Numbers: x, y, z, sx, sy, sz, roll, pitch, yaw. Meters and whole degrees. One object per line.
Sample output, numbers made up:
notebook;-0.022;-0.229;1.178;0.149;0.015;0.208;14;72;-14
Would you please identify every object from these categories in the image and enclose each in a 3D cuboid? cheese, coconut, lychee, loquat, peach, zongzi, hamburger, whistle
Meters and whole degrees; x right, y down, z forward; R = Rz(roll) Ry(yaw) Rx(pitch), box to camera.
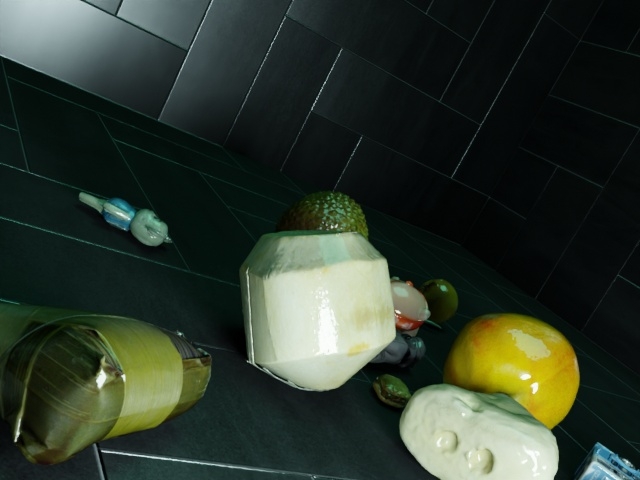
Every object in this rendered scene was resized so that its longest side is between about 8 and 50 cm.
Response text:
cheese;0.279;0.361;1.226;0.251;0.174;0.248;23;4;-24
coconut;-0.010;0.128;1.324;0.323;0.323;0.323;27;12;-6
lychee;0.004;-0.008;1.956;0.270;0.270;0.320;21;49;-28
loquat;0.362;0.188;2.182;0.141;0.141;0.141;27;12;-6
peach;0.426;0.292;1.569;0.289;0.289;0.308;32;32;17
zongzi;-0.330;0.138;0.911;0.317;0.154;0.289;26;3;20
hamburger;0.146;0.311;1.449;0.076;0.044;0.083;27;14;-13
whistle;-0.444;-0.056;1.608;0.235;0.077;0.114;26;-7;7

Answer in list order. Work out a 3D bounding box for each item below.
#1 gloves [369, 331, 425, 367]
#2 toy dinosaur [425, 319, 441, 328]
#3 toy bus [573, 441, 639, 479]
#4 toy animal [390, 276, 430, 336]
gloves;0.138;0.229;1.611;0.285;0.119;0.142;36;-6;-34
toy dinosaur;0.267;0.219;2.112;0.187;0.044;0.106;20;-1;-28
toy bus;0.671;0.557;1.446;0.297;0.106;0.131;35;18;23
toy animal;0.202;0.178;1.879;0.171;0.171;0.198;26;5;-8
